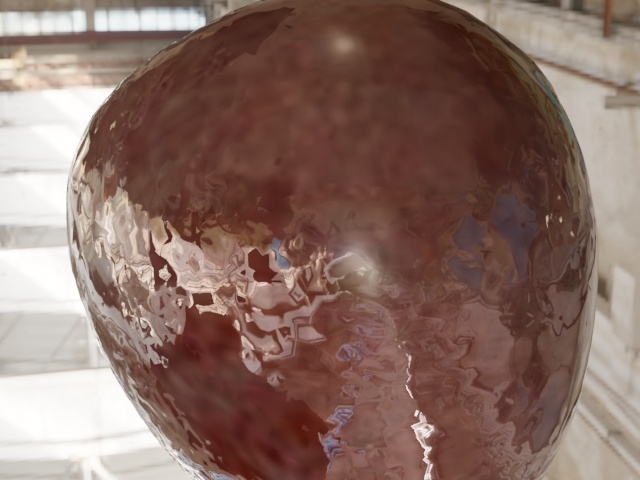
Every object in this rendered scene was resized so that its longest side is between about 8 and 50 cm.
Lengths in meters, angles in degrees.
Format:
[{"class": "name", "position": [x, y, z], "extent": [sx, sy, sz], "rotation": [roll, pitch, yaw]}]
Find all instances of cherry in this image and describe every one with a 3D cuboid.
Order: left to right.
[{"class": "cherry", "position": [0.000, 0.000, 0.472], "extent": [0.213, 0.285, 0.236], "rotation": [-10, -175, -8]}]
